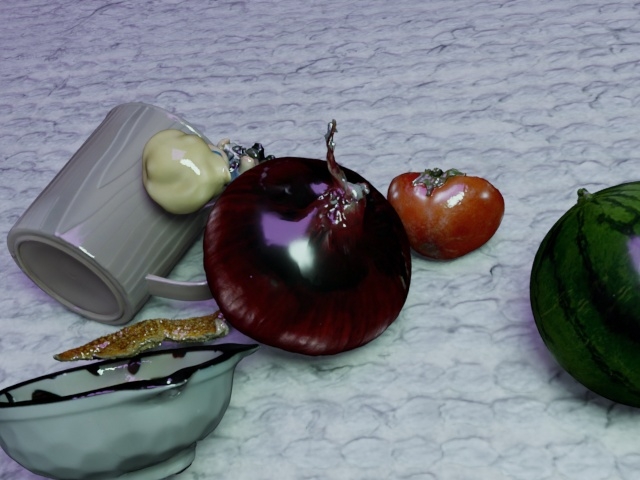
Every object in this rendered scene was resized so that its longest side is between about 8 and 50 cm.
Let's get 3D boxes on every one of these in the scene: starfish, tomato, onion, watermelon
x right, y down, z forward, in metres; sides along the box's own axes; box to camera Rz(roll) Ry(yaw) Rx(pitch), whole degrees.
[{"bbox_3d":[-0.223,0.123,0.911,0.241,0.043,0.227,-15,-7,38],"label":"starfish"},{"bbox_3d":[0.165,-0.026,0.959,0.159,0.139,0.091,1,59,19],"label":"tomato"},{"bbox_3d":[0.000,0.000,0.871,0.273,0.285,0.273,15,49,-18],"label":"onion"},{"bbox_3d":[0.347,0.054,0.760,0.243,0.242,0.242,-7,45,7],"label":"watermelon"}]

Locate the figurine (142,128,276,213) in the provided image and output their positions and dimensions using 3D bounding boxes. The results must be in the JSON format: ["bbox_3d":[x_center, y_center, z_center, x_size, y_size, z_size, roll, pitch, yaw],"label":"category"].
[{"bbox_3d":[-0.140,-0.097,0.944,0.196,0.108,0.114,-15,54,-40],"label":"figurine"}]

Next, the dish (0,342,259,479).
[{"bbox_3d":[-0.217,0.200,0.794,0.303,0.303,0.120,-9,90,0],"label":"dish"}]

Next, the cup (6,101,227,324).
[{"bbox_3d":[-0.258,-0.022,1.034,0.288,0.208,0.273,37,54,-10],"label":"cup"}]
